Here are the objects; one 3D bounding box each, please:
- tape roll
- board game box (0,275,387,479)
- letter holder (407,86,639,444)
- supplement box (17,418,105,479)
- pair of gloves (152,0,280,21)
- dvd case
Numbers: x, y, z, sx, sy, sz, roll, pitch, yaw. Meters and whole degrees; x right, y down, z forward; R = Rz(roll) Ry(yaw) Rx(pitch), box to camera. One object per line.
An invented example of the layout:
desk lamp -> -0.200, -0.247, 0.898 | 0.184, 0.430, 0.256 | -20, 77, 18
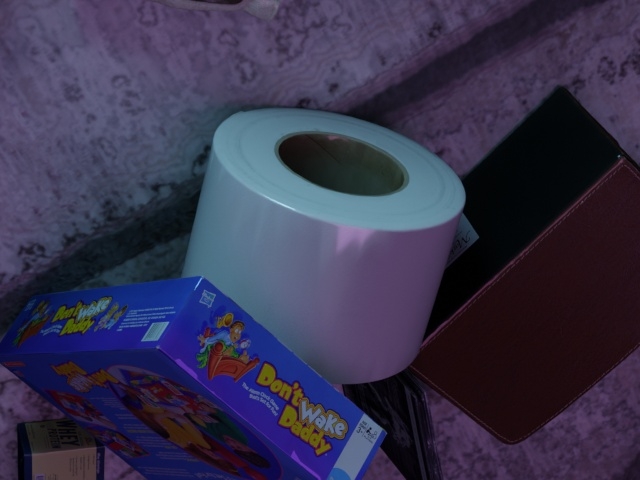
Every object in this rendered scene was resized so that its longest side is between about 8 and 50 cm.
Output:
tape roll -> 0.000, 0.000, 1.660 | 0.246, 0.246, 0.169 | 5, 119, -21
board game box -> -0.132, 0.142, 1.632 | 0.233, 0.347, 0.078 | 42, 65, -24
letter holder -> 0.229, 0.035, 1.818 | 0.302, 0.152, 0.214 | -44, 125, 10
supplement box -> -0.270, 0.235, 1.824 | 0.083, 0.056, 0.083 | -4, 121, -16
pair of gloves -> -0.110, -0.313, 1.548 | 0.204, 0.042, 0.240 | 6, 118, -17
dvd case -> 0.065, 0.162, 1.794 | 0.018, 0.221, 0.164 | -22, 125, -14
